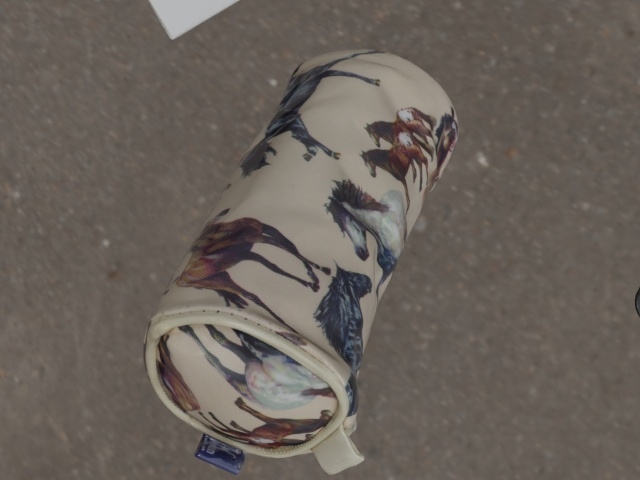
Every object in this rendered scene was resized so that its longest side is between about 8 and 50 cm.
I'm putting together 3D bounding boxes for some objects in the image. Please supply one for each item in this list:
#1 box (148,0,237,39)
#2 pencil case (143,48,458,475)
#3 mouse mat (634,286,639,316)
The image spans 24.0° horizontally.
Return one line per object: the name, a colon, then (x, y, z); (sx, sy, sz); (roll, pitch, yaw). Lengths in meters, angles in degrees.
box: (-0.164, -0.315, 1.799); (0.101, 0.087, 0.102); (-30, 116, 2)
pencil case: (0.000, 0.000, 1.242); (0.160, 0.410, 0.183); (-26, 115, 36)
mouse mat: (0.316, 0.040, 1.041); (0.189, 0.007, 0.153); (37, 69, -12)
